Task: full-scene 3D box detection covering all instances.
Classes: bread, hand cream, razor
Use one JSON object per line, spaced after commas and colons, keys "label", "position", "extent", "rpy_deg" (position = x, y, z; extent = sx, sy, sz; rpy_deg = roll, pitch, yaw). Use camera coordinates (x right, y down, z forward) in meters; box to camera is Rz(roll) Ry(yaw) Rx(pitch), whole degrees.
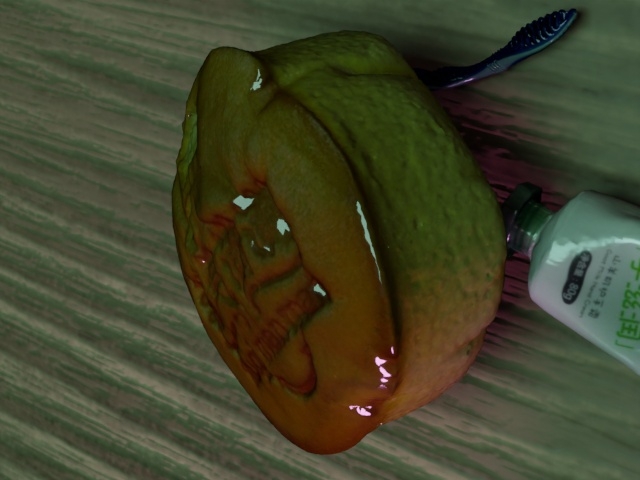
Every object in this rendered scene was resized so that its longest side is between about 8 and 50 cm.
{"label": "bread", "position": [0.000, 0.000, 0.881], "extent": [0.270, 0.148, 0.270], "rpy_deg": [40, 140, 45]}
{"label": "hand cream", "position": [0.251, 0.062, 0.800], "extent": [0.336, 0.076, 0.121], "rpy_deg": [30, 117, 23]}
{"label": "razor", "position": [0.103, -0.120, 0.899], "extent": [0.154, 0.044, 0.028], "rpy_deg": [-13, 119, 36]}
